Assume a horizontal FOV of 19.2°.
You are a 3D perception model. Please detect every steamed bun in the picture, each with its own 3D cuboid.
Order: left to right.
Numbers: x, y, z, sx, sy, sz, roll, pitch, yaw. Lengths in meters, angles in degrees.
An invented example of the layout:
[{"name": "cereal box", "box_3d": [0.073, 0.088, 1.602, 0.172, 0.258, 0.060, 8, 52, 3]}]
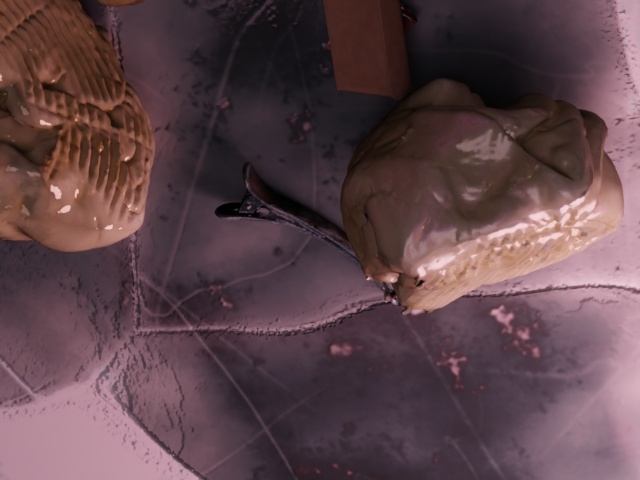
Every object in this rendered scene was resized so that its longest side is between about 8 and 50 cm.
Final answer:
[{"name": "steamed bun", "box_3d": [-0.330, -0.125, 1.941, 0.203, 0.276, 0.289, -25, 133, 31]}, {"name": "steamed bun", "box_3d": [0.154, -0.067, 1.901, 0.280, 0.268, 0.207, -22, 77, 9]}]

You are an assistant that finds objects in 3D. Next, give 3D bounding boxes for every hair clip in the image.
[{"name": "hair clip", "box_3d": [0.000, 0.000, 2.053, 0.229, 0.039, 0.070, 30, 115, -6]}]

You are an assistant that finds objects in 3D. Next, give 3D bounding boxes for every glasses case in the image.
[{"name": "glasses case", "box_3d": [0.043, -0.245, 1.925, 0.102, 0.070, 0.193, 11, 122, 36]}]

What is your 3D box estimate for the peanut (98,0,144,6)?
[{"name": "peanut", "box_3d": [-0.133, -0.299, 1.898, 0.263, 0.101, 0.117, -7, 97, 17]}]
